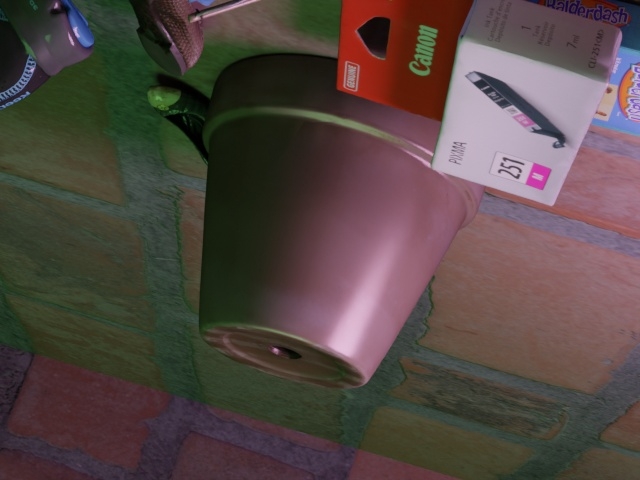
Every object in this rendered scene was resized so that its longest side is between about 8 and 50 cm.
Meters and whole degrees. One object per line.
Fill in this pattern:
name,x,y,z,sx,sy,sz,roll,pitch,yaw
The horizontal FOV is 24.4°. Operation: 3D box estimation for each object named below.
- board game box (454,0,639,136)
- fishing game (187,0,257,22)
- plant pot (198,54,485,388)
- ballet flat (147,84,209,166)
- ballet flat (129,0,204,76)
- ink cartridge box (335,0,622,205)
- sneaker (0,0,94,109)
board game box,0.221,-0.164,1.321,0.210,0.047,0.160,16,160,6
fishing game,-0.028,-0.241,1.211,0.189,0.041,0.264,-22,180,-18
plant pot,0.000,0.000,1.608,0.323,0.280,0.323,14,161,5
ballet flat,-0.143,-0.129,1.715,0.057,0.049,0.173,2,156,34
ballet flat,-0.154,-0.247,1.415,0.084,0.058,0.250,33,161,23
ink cartridge box,0.123,-0.138,1.321,0.239,0.060,0.275,17,161,5
sneaker,-0.332,-0.250,1.211,0.341,0.139,0.125,53,180,19
